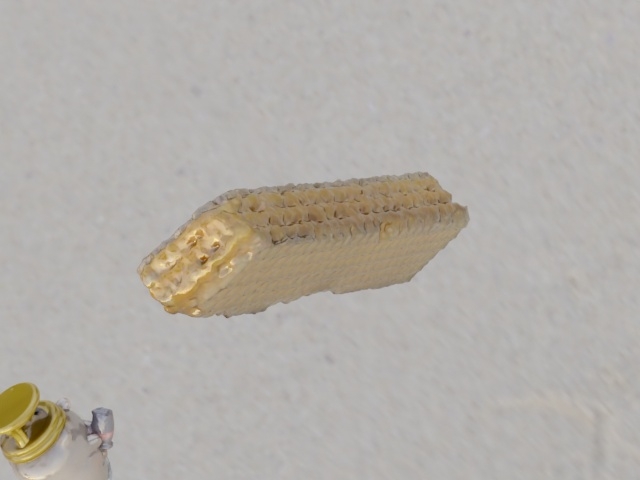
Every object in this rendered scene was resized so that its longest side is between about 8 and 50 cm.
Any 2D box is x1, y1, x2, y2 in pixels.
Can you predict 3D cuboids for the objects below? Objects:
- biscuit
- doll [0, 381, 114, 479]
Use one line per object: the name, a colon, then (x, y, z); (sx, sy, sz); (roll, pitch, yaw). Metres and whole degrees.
biscuit: (0.000, 0.000, 1.391); (0.094, 0.378, 0.054); (-44, 74, 23)
doll: (-0.177, 0.153, 1.355); (0.084, 0.127, 0.073); (-37, 32, -1)
